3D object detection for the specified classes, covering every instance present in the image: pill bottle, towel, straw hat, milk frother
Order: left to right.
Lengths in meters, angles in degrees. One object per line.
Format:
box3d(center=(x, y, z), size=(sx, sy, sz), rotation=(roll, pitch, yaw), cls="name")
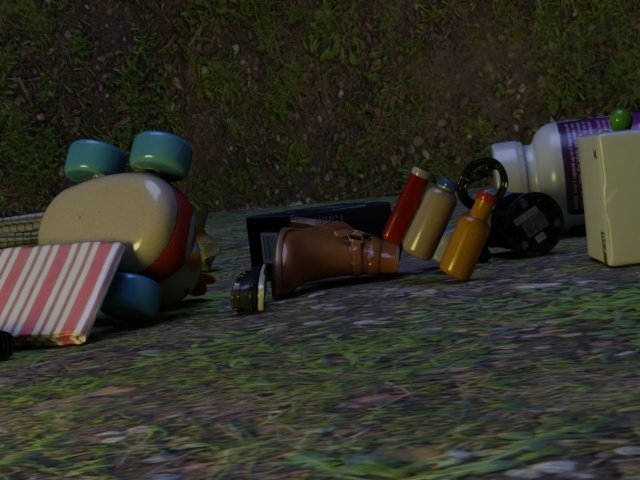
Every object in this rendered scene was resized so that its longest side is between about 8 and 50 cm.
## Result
box3d(center=(-0.320, 0.063, 1.538), size=(0.197, 0.029, 0.144), rotation=(-4, 44, 21), cls="towel")
box3d(center=(-0.525, 0.012, 2.553), size=(0.283, 0.121, 0.235), rotation=(-8, 2, 19), cls="towel")
box3d(center=(-0.193, 0.016, 2.200), size=(0.061, 0.144, 0.144), rotation=(34, 11, 7), cls="straw hat")
box3d(center=(0.231, -0.049, 1.829), size=(0.129, 0.143, 0.134), rotation=(-16, 8, -16), cls="milk frother")
box3d(center=(0.409, -0.099, 2.040), size=(0.301, 0.169, 0.169), rotation=(-6, 4, 5), cls="pill bottle")

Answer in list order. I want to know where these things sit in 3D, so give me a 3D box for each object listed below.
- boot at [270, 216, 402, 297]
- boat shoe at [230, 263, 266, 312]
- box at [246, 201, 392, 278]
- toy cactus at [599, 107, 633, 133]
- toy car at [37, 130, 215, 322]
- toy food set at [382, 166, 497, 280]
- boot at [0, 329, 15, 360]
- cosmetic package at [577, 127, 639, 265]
box3d(center=(0.022, 0.025, 1.725), size=(0.152, 0.073, 0.197), rotation=(12, 27, 7), cls="boot")
box3d(center=(-0.082, 0.054, 1.603), size=(0.042, 0.049, 0.133), rotation=(1, 9, 1), cls="boat shoe")
box3d(center=(0.000, 0.000, 1.925), size=(0.158, 0.093, 0.156), rotation=(-8, 4, -26), cls="box")
box3d(center=(0.401, -0.058, 1.752), size=(0.112, 0.219, 0.180), rotation=(10, 52, 21), cls="toy cactus")
box3d(center=(-0.202, 0.016, 1.696), size=(0.210, 0.219, 0.238), rotation=(-4, -23, 34), cls="toy car")
box3d(center=(0.146, -0.031, 1.699), size=(0.111, 0.105, 0.232), rotation=(24, 6, -2), cls="toy food set")
box3d(center=(-0.386, 0.108, 1.423), size=(0.121, 0.045, 0.099), rotation=(-1, 1, -43), cls="boot")
box3d(center=(0.406, -0.059, 1.605), size=(0.183, 0.151, 0.151), rotation=(-6, 4, 2), cls="cosmetic package")
